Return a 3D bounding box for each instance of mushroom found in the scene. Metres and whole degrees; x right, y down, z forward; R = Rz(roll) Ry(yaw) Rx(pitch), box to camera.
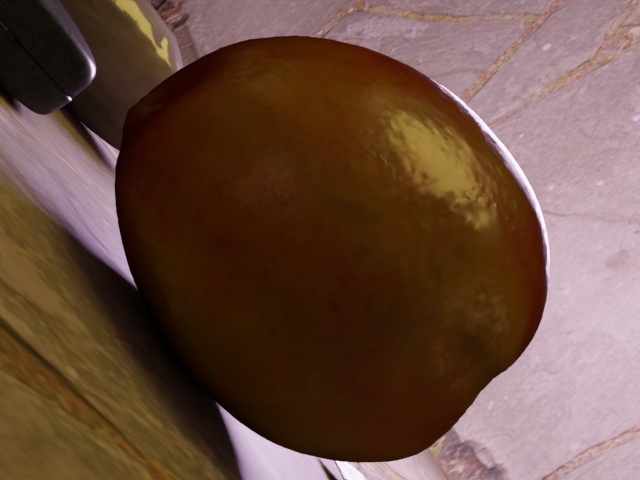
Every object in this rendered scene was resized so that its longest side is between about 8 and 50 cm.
[{"bbox_3d":[-0.227,-0.200,1.167,0.350,0.128,0.128,49,4,-21],"label":"mushroom"}]

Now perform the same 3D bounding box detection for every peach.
[{"bbox_3d":[0.000,0.000,0.893,0.332,0.308,0.308,40,4,-7],"label":"peach"}]

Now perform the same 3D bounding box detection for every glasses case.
[{"bbox_3d":[-0.283,-0.228,0.895,0.323,0.074,0.131,52,4,-45],"label":"glasses case"}]

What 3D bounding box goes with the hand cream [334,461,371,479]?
[{"bbox_3d":[0.079,0.286,1.235,0.234,0.050,0.080,47,7,-37],"label":"hand cream"}]
